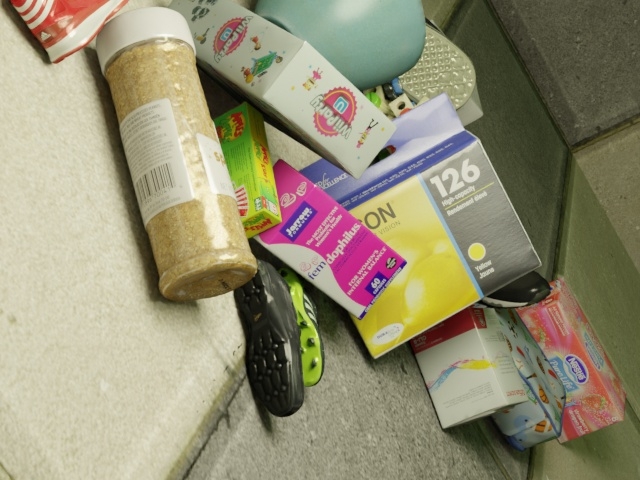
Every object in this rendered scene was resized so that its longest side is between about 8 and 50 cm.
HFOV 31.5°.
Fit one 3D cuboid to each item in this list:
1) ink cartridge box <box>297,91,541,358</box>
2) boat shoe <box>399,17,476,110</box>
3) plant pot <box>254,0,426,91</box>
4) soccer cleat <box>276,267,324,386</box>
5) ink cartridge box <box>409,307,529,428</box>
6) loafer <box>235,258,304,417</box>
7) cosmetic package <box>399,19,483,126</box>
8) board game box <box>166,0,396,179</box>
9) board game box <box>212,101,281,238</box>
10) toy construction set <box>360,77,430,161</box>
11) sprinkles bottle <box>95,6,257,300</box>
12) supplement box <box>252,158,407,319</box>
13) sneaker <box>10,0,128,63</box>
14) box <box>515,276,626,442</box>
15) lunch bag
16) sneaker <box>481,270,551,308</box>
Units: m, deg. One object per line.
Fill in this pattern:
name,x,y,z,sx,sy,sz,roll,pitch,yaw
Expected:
ink cartridge box,0.139,-0.025,1.744,0.307,0.304,0.072,61,-2,-9
boat shoe,0.079,-0.420,2.138,0.500,0.186,0.156,37,5,-16
plant pot,0.001,-0.356,1.875,0.195,0.290,0.290,-38,104,-28
soccer cleat,-0.023,0.119,1.557,0.072,0.060,0.178,29,38,-55
ink cartridge box,0.253,0.217,1.933,0.128,0.127,0.176,10,57,-62
loafer,-0.053,0.125,1.462,0.078,0.076,0.223,24,41,-45
cosmetic package,0.229,-0.333,2.414,0.184,0.151,0.151,43,30,-39
board game box,-0.067,-0.226,1.579,0.224,0.097,0.303,37,1,-45
board game box,-0.113,-0.089,1.537,0.043,0.092,0.181,34,37,-50
toy construction set,0.147,-0.174,2.055,0.327,0.151,0.215,71,7,-66
sprinkles bottle,-0.179,-0.107,1.387,0.121,0.121,0.355,17,51,-59
supplement box,0.000,0.000,1.597,0.220,0.111,0.114,38,1,-37
sneaker,-0.307,-0.319,1.385,0.128,0.087,0.221,54,24,-25
box,0.511,0.253,2.399,0.299,0.154,0.142,60,24,-11
lunch bag,0.357,0.239,2.152,0.303,0.115,0.243,58,22,-11
sneaker,0.307,0.030,2.102,0.283,0.107,0.124,28,-44,52
